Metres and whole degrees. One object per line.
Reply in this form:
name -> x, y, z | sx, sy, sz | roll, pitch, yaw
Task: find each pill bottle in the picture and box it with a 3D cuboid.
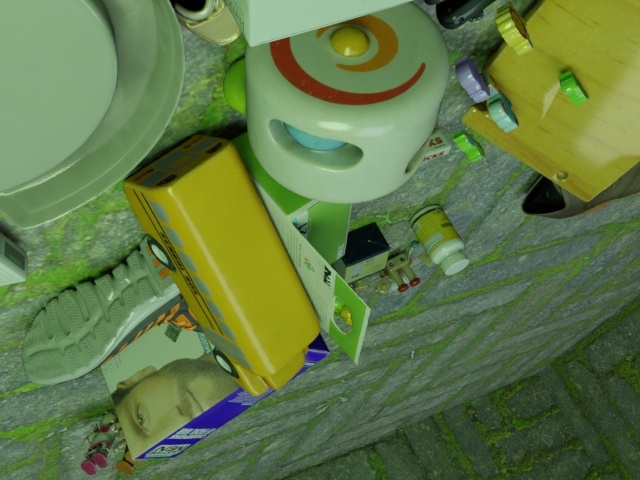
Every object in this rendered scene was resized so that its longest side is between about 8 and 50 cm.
pill bottle -> 0.210, 0.001, 1.236 | 0.065, 0.116, 0.065 | -23, 155, -11

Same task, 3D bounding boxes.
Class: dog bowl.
dog bowl -> -0.281, -0.131, 0.513 | 0.349, 0.102, 0.349 | -23, 154, -12

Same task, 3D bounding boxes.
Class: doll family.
doll family -> -0.320, 0.349, 1.328 | 0.263, 0.163, 0.118 | -35, 111, 16

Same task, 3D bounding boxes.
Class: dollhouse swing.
dollhouse swing -> 0.413, -0.288, 0.963 | 0.315, 0.305, 0.347 | 30, 131, -12

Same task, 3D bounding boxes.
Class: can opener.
can opener -> 0.196, -0.290, 0.740 | 0.186, 0.059, 0.073 | -31, 154, 8

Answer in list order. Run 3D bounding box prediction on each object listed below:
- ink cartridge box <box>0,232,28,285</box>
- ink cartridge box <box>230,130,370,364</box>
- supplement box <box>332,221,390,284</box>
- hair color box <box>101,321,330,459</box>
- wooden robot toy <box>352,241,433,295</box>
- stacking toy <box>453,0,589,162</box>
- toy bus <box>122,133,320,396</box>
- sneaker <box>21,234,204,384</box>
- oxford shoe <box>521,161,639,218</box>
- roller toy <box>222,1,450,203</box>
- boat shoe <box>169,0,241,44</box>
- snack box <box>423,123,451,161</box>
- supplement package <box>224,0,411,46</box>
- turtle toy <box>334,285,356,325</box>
ink cartridge box -> -0.428, 0.019, 0.745 | 0.179, 0.045, 0.145 | -9, 155, 3
ink cartridge box -> 0.000, 0.000, 0.843 | 0.097, 0.255, 0.189 | -35, 158, -19
supplement box -> 0.067, 0.025, 1.208 | 0.083, 0.056, 0.083 | -21, 154, -14
hair color box -> -0.175, 0.184, 1.119 | 0.339, 0.185, 0.110 | -37, 153, 17
wooden robot toy -> 0.142, 0.068, 1.359 | 0.173, 0.076, 0.079 | -24, 166, -7
stacking toy -> 0.199, -0.168, 0.832 | 0.167, 0.052, 0.221 | -26, 147, 32
toy bus -> -0.099, 0.044, 0.830 | 0.108, 0.130, 0.332 | -40, 123, -26
sneaker -> -0.242, 0.108, 0.978 | 0.321, 0.124, 0.180 | -32, 154, 9
oxford shoe -> 0.481, -0.119, 1.219 | 0.133, 0.130, 0.363 | -15, 163, -20
roller toy -> 0.025, -0.147, 0.682 | 0.209, 0.191, 0.146 | -20, 153, -15
boat shoe -> -0.110, -0.208, 0.588 | 0.063, 0.059, 0.170 | -32, 155, 9
snack box -> 0.082, -0.119, 0.942 | 0.178, 0.064, 0.022 | -20, 155, -17
supplement package -> -0.013, -0.268, 0.412 | 0.149, 0.194, 0.203 | -20, 153, -14
turtle toy -> 0.029, 0.102, 1.293 | 0.066, 0.095, 0.130 | -63, 161, -15
